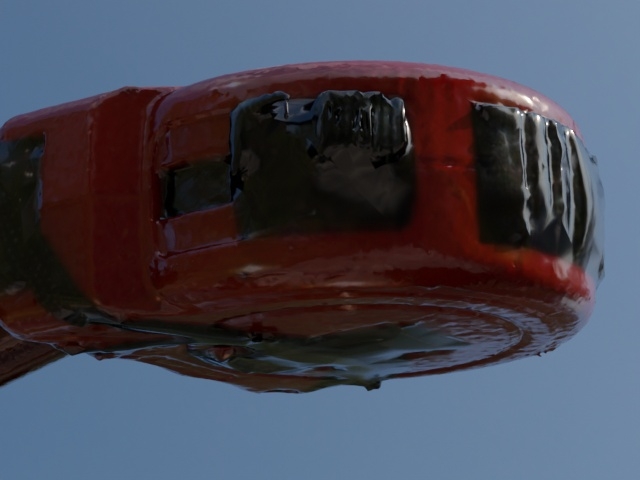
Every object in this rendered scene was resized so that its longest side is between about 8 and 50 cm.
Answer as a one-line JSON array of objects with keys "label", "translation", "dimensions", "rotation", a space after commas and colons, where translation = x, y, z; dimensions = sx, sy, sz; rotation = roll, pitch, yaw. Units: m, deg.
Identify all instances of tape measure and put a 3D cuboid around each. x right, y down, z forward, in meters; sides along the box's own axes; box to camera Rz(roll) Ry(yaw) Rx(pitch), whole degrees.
[{"label": "tape measure", "translation": [0.000, 0.000, 0.874], "dimensions": [0.260, 0.114, 0.253], "rotation": [-10, -16, 30]}]

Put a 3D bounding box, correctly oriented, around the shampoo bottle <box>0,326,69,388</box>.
[{"label": "shampoo bottle", "translation": [-0.158, 0.038, 1.172], "dimensions": [0.260, 0.102, 0.064], "rotation": [-25, -80, 6]}]
